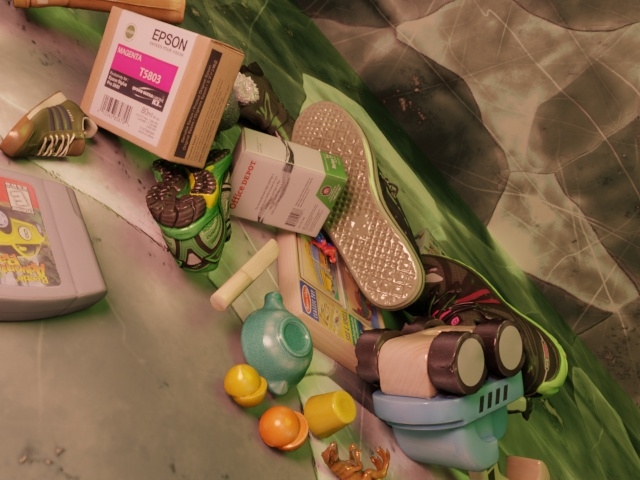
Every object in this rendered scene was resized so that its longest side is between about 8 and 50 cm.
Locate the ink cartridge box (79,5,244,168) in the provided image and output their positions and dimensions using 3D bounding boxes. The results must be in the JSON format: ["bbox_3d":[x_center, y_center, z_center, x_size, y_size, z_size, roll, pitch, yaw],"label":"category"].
[{"bbox_3d":[-0.258,-0.245,1.055,0.235,0.193,0.088,26,11,31],"label":"ink cartridge box"}]

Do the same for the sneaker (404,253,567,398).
[{"bbox_3d":[0.316,0.171,1.480,0.483,0.185,0.202,33,18,36],"label":"sneaker"}]

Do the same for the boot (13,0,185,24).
[{"bbox_3d":[-0.396,-0.446,1.165,0.270,0.089,0.236,-4,42,-26],"label":"boot"}]

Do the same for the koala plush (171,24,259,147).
[{"bbox_3d":[-0.242,-0.293,1.289,0.221,0.196,0.203,32,19,-31],"label":"koala plush"}]

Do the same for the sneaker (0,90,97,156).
[{"bbox_3d":[-0.381,-0.154,0.965,0.086,0.064,0.192,38,22,-17],"label":"sneaker"}]

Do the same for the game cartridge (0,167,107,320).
[{"bbox_3d":[-0.384,-0.003,0.756,0.294,0.060,0.196,14,47,-56],"label":"game cartridge"}]

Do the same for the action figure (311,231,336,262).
[{"bbox_3d":[0.000,0.000,1.363,0.038,0.030,0.115,5,44,-54],"label":"action figure"}]

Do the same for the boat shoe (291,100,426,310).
[{"bbox_3d":[0.080,-0.075,1.439,0.500,0.187,0.156,64,12,17],"label":"boat shoe"}]

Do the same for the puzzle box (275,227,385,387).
[{"bbox_3d":[0.021,0.080,1.390,0.272,0.052,0.408,36,27,-31],"label":"puzzle box"}]

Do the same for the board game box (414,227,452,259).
[{"bbox_3d":[0.315,0.122,1.822,0.224,0.097,0.303,49,24,-10],"label":"board game box"}]

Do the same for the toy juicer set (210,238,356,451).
[{"bbox_3d":[-0.089,0.170,1.021,0.209,0.089,0.329,-14,75,-51],"label":"toy juicer set"}]

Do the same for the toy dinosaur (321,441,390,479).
[{"bbox_3d":[0.072,0.389,1.042,0.112,0.064,0.211,-41,98,-36],"label":"toy dinosaur"}]

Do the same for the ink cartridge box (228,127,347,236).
[{"bbox_3d":[-0.077,-0.109,1.275,0.209,0.153,0.086,15,37,-22],"label":"ink cartridge box"}]

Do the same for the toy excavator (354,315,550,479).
[{"bbox_3d":[0.284,0.367,1.270,0.433,0.222,0.444,-4,90,-46],"label":"toy excavator"}]

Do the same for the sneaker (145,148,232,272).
[{"bbox_3d":[-0.212,-0.059,1.111,0.343,0.134,0.146,-94,176,-64],"label":"sneaker"}]

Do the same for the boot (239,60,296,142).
[{"bbox_3d":[-0.144,-0.298,1.576,0.222,0.118,0.338,53,26,-11],"label":"boot"}]

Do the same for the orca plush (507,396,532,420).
[{"bbox_3d":[0.380,0.342,1.603,0.287,0.151,0.102,12,-1,-24],"label":"orca plush"}]
